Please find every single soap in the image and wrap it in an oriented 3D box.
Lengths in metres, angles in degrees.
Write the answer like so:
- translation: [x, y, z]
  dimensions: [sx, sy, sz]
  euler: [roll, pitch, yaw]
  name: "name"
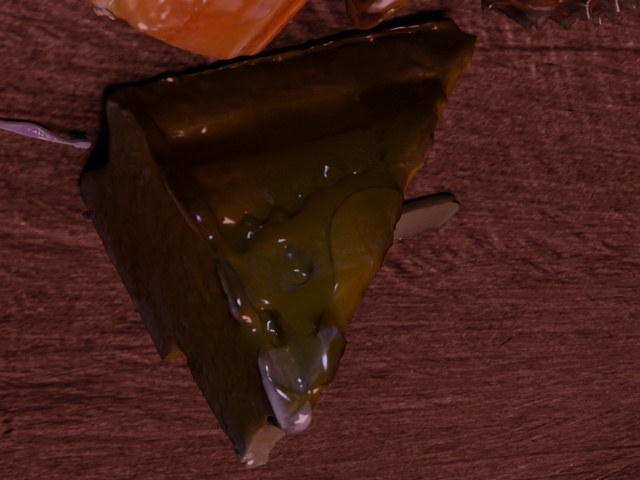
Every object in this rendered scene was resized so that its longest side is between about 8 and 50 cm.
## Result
- translation: [0.030, -0.005, 1.491]
  dimensions: [0.338, 0.304, 0.169]
  euler: [-16, 153, -31]
  name: "soap"

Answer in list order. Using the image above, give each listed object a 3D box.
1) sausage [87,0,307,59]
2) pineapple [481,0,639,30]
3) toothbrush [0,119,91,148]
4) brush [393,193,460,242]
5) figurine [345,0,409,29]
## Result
- translation: [-0.030, -0.276, 1.043]
  dimensions: [0.287, 0.233, 0.233]
  euler: [-44, 152, 23]
  name: "sausage"
- translation: [0.240, -0.258, 1.475]
  dimensions: [0.361, 0.175, 0.175]
  euler: [-20, 153, -45]
  name: "pineapple"
- translation: [-0.216, -0.081, 1.413]
  dimensions: [0.131, 0.013, 0.011]
  euler: [9, 121, -53]
  name: "toothbrush"
- translation: [0.000, 0.000, 1.789]
  dimensions: [0.336, 0.020, 0.085]
  euler: [-13, 147, -37]
  name: "brush"
- translation: [0.049, -0.225, 1.395]
  dimensions: [0.122, 0.121, 0.176]
  euler: [-60, 169, -6]
  name: "figurine"
